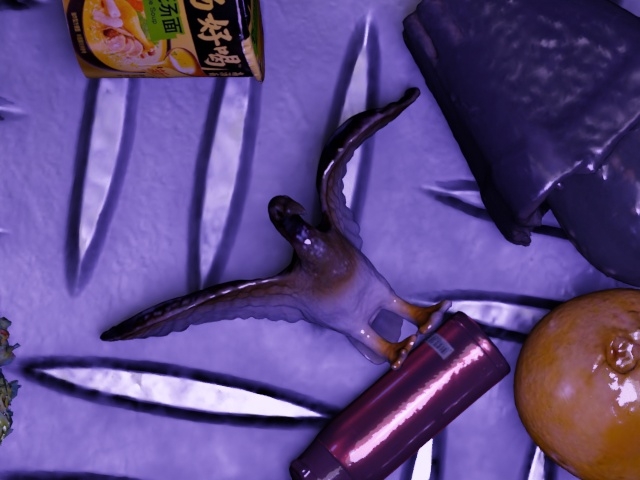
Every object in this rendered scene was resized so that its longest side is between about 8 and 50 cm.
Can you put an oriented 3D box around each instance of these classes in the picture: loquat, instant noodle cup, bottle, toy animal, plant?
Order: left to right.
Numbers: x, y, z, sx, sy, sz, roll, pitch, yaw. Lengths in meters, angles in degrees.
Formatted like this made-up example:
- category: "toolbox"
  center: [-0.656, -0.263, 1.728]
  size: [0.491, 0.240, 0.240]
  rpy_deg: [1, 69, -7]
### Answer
- category: "instant noodle cup"
  center: [-0.104, -0.172, 1.297]
  size: [0.122, 0.151, 0.151]
  rpy_deg: [-5, 87, 4]
- category: "toy animal"
  center: [0.012, 0.009, 1.277]
  size: [0.160, 0.197, 0.272]
  rpy_deg: [41, 79, -5]
- category: "bottle"
  center: [0.051, 0.121, 1.333]
  size: [0.164, 0.060, 0.060]
  rpy_deg: [-40, 91, -6]
- category: "plant"
  center: [0.170, -0.080, 1.317]
  size: [0.164, 0.142, 0.256]
  rpy_deg: [-38, 80, -7]
- category: "loquat"
  center: [0.201, 0.097, 1.312]
  size: [0.141, 0.141, 0.141]
  rpy_deg: [0, 87, -6]

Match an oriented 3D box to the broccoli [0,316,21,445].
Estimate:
- category: "broccoli"
  center: [-0.288, 0.092, 1.232]
  size: [0.194, 0.194, 0.219]
  rpy_deg: [18, 77, -4]
